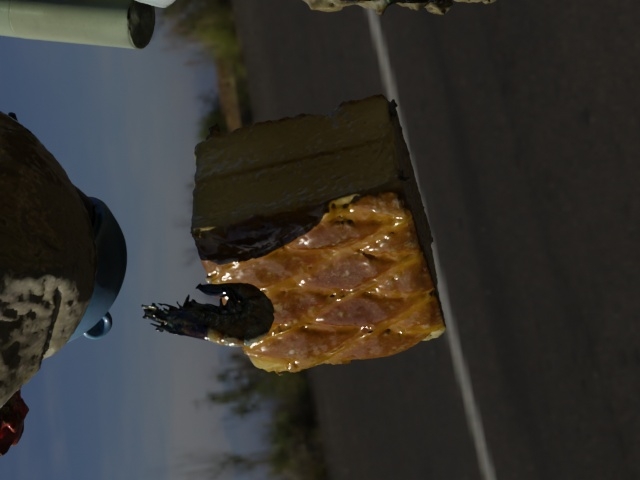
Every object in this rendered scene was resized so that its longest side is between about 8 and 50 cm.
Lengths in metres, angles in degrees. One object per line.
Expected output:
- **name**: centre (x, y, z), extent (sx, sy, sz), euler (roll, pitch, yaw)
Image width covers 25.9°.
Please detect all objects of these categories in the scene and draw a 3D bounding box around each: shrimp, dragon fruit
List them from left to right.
- **dragon fruit**: centre (-0.438, 0.225, 1.736), extent (0.133, 0.166, 0.136), euler (45, -161, -59)
- **shrimp**: centre (-0.127, 0.083, 1.614), extent (0.034, 0.161, 0.091), euler (77, -153, -43)

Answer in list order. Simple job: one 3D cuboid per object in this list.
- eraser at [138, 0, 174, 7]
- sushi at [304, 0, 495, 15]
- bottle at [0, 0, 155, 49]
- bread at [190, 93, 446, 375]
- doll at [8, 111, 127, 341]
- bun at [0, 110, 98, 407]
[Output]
- **eraser**: centre (-0.120, -0.385, 1.432), extent (0.290, 0.104, 0.189), euler (-31, 49, 52)
- **sushi**: centre (0.099, -0.353, 1.579), extent (0.211, 0.350, 0.170), euler (14, 113, 37)
- **bottle**: centre (-0.310, -0.280, 1.726), extent (0.072, 0.202, 0.072), euler (8, -90, -71)
- **bread**: centre (0.000, 0.000, 1.750), extent (0.207, 0.279, 0.279), euler (-97, -6, -47)
- **doll**: centre (-0.302, -0.008, 1.357), extent (0.314, 0.177, 0.141), euler (54, 171, -33)
- **bun**: centre (-0.315, 0.017, 1.077), extent (0.205, 0.282, 0.281), euler (10, -109, -76)
